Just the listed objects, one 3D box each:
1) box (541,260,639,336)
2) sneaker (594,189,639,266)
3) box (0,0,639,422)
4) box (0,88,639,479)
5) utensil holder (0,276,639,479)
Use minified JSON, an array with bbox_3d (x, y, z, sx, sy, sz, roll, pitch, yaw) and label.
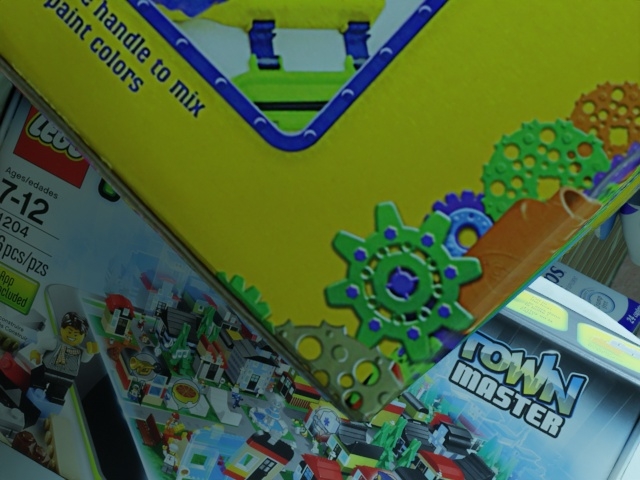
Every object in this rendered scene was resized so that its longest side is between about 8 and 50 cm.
[{"bbox_3d":[0.206,0.084,1.772,0.126,0.137,0.072,-46,159,-53],"label":"box"},{"bbox_3d":[0.242,-0.079,1.280,0.323,0.130,0.236,-97,-174,-69],"label":"sneaker"},{"bbox_3d":[0.077,-0.140,0.446,0.279,0.177,0.290,-47,173,18],"label":"box"},{"bbox_3d":[-0.014,0.039,0.579,0.114,0.207,0.036,-66,167,16],"label":"box"},{"bbox_3d":[0.001,0.222,0.792,0.327,0.328,0.385,-56,165,-26],"label":"utensil holder"}]
